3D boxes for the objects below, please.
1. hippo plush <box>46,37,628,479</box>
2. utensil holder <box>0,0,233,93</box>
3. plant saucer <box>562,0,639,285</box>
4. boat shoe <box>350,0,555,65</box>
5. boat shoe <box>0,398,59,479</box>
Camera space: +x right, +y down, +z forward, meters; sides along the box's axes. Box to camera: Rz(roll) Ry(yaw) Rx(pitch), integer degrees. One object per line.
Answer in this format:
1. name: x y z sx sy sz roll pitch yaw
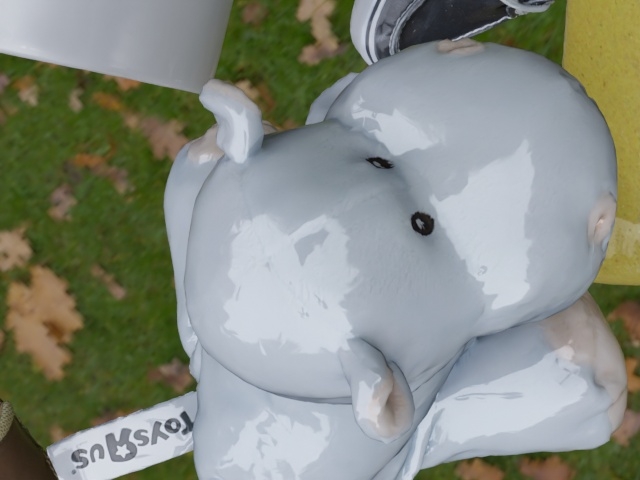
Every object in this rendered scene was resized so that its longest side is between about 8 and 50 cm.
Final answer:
1. hippo plush: 0.000 0.000 0.650 0.234 0.294 0.236 59 169 24
2. utensil holder: -0.187 -0.317 1.036 0.327 0.327 0.385 14 95 19
3. plant saucer: 0.287 -0.109 0.718 0.332 0.081 0.333 -7 127 -6
4. boat shoe: 0.149 -0.217 1.132 0.301 0.102 0.108 -39 137 18
5. boat shoe: -0.211 0.129 0.895 0.257 0.095 0.095 46 144 -14
